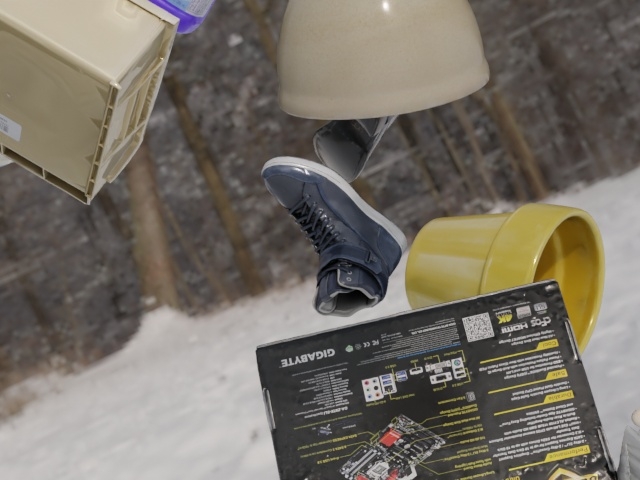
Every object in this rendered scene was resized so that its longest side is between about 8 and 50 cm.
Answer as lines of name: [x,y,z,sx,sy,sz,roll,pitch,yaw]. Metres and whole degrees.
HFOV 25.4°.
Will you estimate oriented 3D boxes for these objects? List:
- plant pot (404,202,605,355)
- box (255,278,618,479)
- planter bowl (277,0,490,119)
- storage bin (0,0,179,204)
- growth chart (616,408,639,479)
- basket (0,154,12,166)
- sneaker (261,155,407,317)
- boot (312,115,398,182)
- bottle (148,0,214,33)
plant pot: [0.270,0.062,2.156,0.239,0.254,0.254,9,18,36]
box: [0.113,0.196,1.404,0.322,0.257,0.079,-13,-26,1]
planter bowl: [0.040,-0.164,1.058,0.162,0.109,0.162,-8,20,3]
storage bin: [-0.327,-0.202,1.635,0.123,0.262,0.260,-58,-2,-35]
growth chart: [0.337,0.239,1.309,0.021,0.172,0.237,-45,-21,-16]
basket: [-0.381,-0.244,1.851,0.201,0.254,0.289,-26,-5,-32]
sneaker: [0.002,-0.001,1.854,0.086,0.226,0.163,-45,14,46]
boot: [0.115,-0.205,2.055,0.229,0.091,0.263,-37,-9,-29]
bottle: [-0.146,-0.409,1.831,0.283,0.118,0.092,-57,-9,16]
